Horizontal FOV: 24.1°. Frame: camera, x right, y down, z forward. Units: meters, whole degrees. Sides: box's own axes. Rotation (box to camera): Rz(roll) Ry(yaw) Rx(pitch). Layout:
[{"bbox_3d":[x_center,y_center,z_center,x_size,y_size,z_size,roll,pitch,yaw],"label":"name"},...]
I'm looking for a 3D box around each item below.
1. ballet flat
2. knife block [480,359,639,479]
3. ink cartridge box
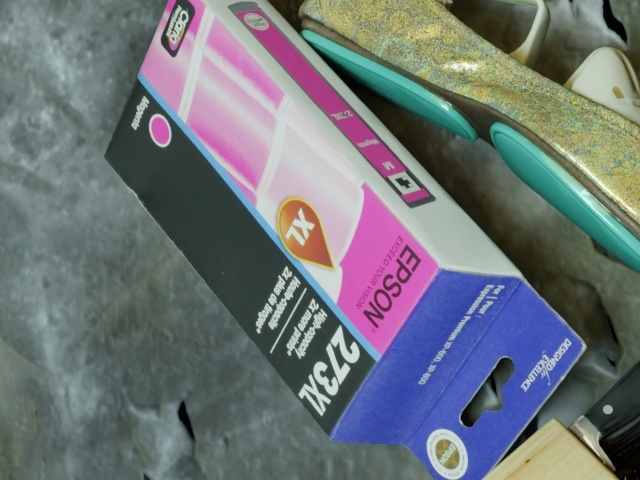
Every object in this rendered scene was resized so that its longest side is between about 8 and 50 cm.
[{"bbox_3d":[0.135,-0.096,0.976,0.348,0.123,0.123,37,98,27],"label":"ballet flat"},{"bbox_3d":[0.132,0.166,0.857,0.088,0.276,0.242,45,120,25],"label":"knife block"},{"bbox_3d":[0.000,0.000,1.011,0.371,0.069,0.176,47,131,22],"label":"ink cartridge box"}]
